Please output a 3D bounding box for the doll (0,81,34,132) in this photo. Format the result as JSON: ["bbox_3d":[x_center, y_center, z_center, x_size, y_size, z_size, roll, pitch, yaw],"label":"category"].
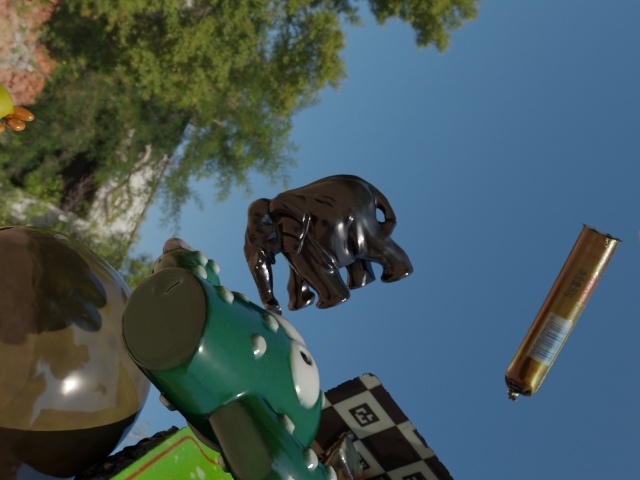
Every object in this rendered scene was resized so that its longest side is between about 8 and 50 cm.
[{"bbox_3d":[-0.643,-0.282,1.199,0.135,0.221,0.143,-49,167,27],"label":"doll"}]

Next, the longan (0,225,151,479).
[{"bbox_3d":[-0.354,0.143,0.772,0.319,0.318,0.319,-45,-151,35],"label":"longan"}]

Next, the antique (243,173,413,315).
[{"bbox_3d":[0.000,0.000,1.312,0.322,0.255,0.185,-22,-172,-2],"label":"antique"}]

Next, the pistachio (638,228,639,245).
[{"bbox_3d":[0.769,0.051,1.314,0.193,0.318,0.213,-46,-139,-18],"label":"pistachio"}]

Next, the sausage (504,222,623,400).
[{"bbox_3d":[0.451,0.148,1.221,0.372,0.082,0.082,-65,-157,9],"label":"sausage"}]

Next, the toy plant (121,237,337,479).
[{"bbox_3d":[-0.064,0.110,0.516,0.112,0.243,0.232,-32,-156,2],"label":"toy plant"}]

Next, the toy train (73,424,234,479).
[{"bbox_3d":[-0.182,0.350,0.695,0.173,0.249,0.307,-31,174,14],"label":"toy train"}]

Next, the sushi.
[{"bbox_3d":[0.023,0.390,0.900,0.359,0.343,0.064,-31,-167,30],"label":"sushi"}]
